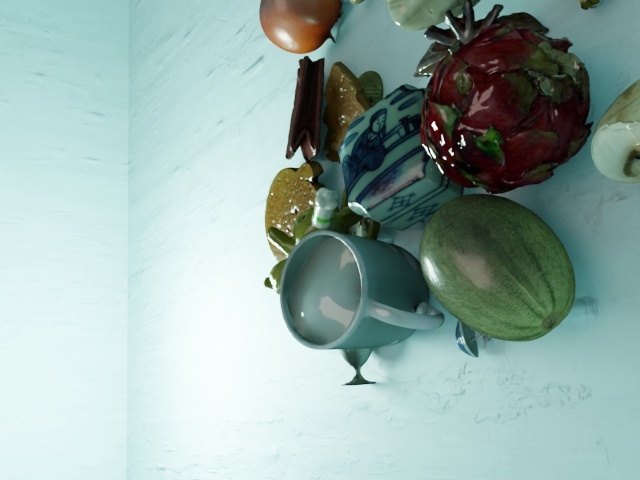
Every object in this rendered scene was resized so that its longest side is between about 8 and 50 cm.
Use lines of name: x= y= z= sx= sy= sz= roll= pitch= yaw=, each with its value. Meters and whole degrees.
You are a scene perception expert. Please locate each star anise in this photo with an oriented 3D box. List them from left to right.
star anise: x=0.314 y=-0.407 z=1.551 sx=0.257 sy=0.198 sz=0.110 roll=-47 pitch=16 yaw=40

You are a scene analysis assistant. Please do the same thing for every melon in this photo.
melon: x=0.330 y=0.049 z=1.400 sx=0.329 sy=0.249 sz=0.248 roll=49 pitch=125 yaw=44

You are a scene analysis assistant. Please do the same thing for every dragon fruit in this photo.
dragon fruit: x=0.338 y=-0.240 z=1.379 sx=0.329 sy=0.329 sz=0.329 roll=-13 pitch=74 yaw=55

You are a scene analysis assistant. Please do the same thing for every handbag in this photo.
handbag: x=-0.041 y=-0.365 z=2.089 sx=0.260 sy=0.084 sz=0.275 roll=-165 pitch=82 yaw=-85

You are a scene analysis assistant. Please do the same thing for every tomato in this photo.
tomato: x=-0.058 y=-0.669 z=2.123 sx=0.256 sy=0.225 sz=0.255 roll=-172 pitch=90 yaw=-66

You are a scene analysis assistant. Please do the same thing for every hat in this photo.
hat: x=0.097 y=-0.389 z=1.973 sx=0.146 sy=0.067 sz=0.146 roll=-13 pitch=74 yaw=55

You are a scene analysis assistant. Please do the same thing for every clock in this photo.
clock: x=0.110 y=-0.064 z=1.888 sx=0.237 sy=0.057 sz=0.237 roll=179 pitch=90 yaw=-72

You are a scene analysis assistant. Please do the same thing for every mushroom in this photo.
mushroom: x=0.573 y=-0.183 z=1.156 sx=0.189 sy=0.195 sz=0.254 roll=-56 pitch=21 yaw=-18

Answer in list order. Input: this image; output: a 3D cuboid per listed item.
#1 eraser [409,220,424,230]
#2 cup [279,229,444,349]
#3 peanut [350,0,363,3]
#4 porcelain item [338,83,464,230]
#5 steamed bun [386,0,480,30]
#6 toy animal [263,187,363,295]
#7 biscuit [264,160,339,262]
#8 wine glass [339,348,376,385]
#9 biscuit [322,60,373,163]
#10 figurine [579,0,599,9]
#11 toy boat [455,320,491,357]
eraser: x=0.198 y=-0.065 z=1.773 sx=0.105 sy=0.065 sz=0.026 roll=55 pitch=130 yaw=46
cup: x=0.125 y=0.130 z=1.657 sx=0.357 sy=0.275 sz=0.259 roll=19 pitch=98 yaw=43
peanut: x=0.116 y=-0.744 z=1.982 sx=0.099 sy=0.090 sz=0.214 roll=22 pitch=103 yaw=43
porcelain item: x=0.185 y=-0.187 z=1.671 sx=0.281 sy=0.157 sz=0.285 roll=-30 pitch=53 yaw=35
steamed bun: x=0.264 y=-0.638 z=1.623 sx=0.247 sy=0.236 sz=0.383 roll=-31 pitch=60 yaw=41
toy animal: x=-0.013 y=-0.004 z=1.837 sx=0.180 sy=0.181 sz=0.362 roll=40 pitch=129 yaw=36
biscuit: x=-0.045 y=-0.064 z=2.118 sx=0.394 sy=0.070 sz=0.350 roll=51 pitch=132 yaw=48
wine glass: x=0.089 y=0.262 z=1.861 sx=0.093 sy=0.093 sz=0.202 roll=-21 pitch=68 yaw=53
biscuit: x=0.081 y=-0.319 z=1.936 sx=0.278 sy=0.043 sz=0.301 roll=16 pitch=119 yaw=57
figurine: x=0.483 y=-0.571 z=1.374 sx=0.162 sy=0.143 sz=0.263 roll=-27 pitch=74 yaw=58
toy boat: x=0.334 y=0.175 z=1.558 sx=0.149 sy=0.034 sz=0.105 roll=-60 pitch=43 yaw=33
